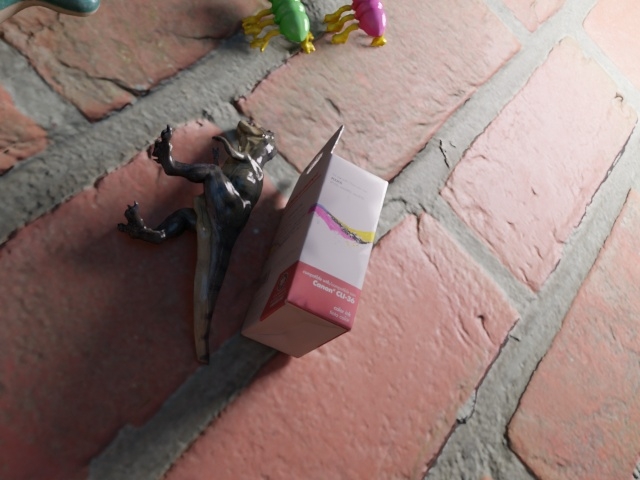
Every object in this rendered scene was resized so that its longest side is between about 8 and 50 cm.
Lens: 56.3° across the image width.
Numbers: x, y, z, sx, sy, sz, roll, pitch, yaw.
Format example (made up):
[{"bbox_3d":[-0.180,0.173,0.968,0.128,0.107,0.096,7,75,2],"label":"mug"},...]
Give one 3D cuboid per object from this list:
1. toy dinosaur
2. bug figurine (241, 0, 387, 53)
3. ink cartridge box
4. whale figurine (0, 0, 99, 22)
[{"bbox_3d":[-0.114,-0.032,0.561,0.118,0.064,0.268,26,61,-24],"label":"toy dinosaur"},{"bbox_3d":[-0.012,-0.336,0.742,0.279,0.072,0.216,-13,76,-33],"label":"bug figurine"},{"bbox_3d":[0.000,0.000,0.572,0.067,0.115,0.198,26,59,-15],"label":"ink cartridge box"},{"bbox_3d":[-0.325,-0.239,0.483,0.272,0.141,0.216,-14,75,-29],"label":"whale figurine"}]
